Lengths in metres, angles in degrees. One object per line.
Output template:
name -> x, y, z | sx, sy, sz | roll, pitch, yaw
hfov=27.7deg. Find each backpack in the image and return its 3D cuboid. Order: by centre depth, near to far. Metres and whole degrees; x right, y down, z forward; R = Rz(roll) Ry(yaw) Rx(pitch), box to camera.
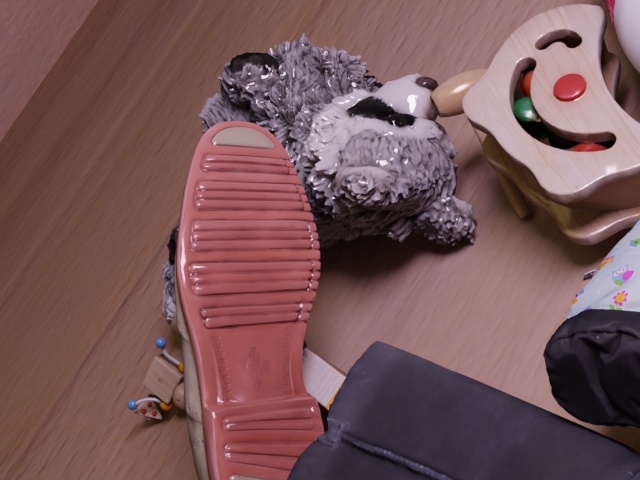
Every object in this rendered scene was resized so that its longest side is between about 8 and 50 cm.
backpack -> 0.256, 0.050, 0.902 | 0.152, 0.115, 0.182 | 12, 40, 40

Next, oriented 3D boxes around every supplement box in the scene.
supplement box -> 0.017, 0.145, 1.243 | 0.036, 0.062, 0.098 | -55, 29, -3

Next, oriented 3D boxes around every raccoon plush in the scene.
raccoon plush -> 0.000, 0.000, 1.393 | 0.299, 0.216, 0.446 | 58, 139, 45

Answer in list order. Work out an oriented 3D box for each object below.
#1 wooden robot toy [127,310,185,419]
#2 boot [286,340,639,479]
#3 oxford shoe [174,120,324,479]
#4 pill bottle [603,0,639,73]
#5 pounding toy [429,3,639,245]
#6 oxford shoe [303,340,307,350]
wooden robot toy -> -0.153, 0.159, 1.491 | 0.079, 0.076, 0.173 | 39, 118, 24
boot -> 0.086, 0.270, 0.900 | 0.367, 0.146, 0.445 | -48, 32, -16
oxford shoe -> -0.085, 0.086, 1.228 | 0.146, 0.140, 0.397 | 145, 126, -63
pill bottle -> 0.323, -0.230, 1.091 | 0.176, 0.176, 0.318 | -38, 31, 25
pounding toy -> 0.228, -0.098, 1.166 | 0.154, 0.155, 0.269 | -37, 48, -2
oxford shoe -> -0.062, 0.197, 1.317 | 0.076, 0.076, 0.212 | 116, 174, -67
